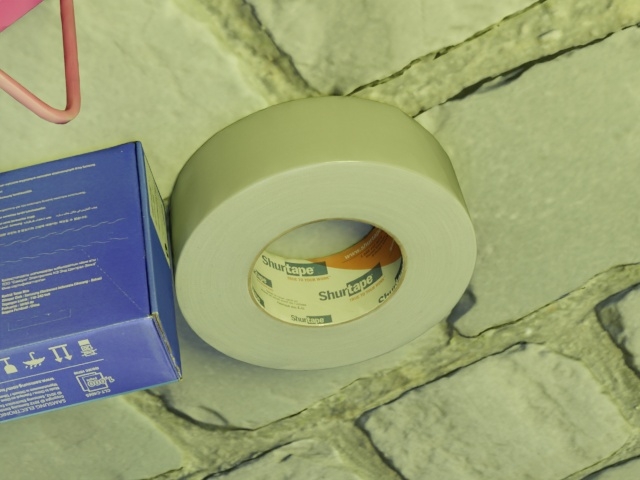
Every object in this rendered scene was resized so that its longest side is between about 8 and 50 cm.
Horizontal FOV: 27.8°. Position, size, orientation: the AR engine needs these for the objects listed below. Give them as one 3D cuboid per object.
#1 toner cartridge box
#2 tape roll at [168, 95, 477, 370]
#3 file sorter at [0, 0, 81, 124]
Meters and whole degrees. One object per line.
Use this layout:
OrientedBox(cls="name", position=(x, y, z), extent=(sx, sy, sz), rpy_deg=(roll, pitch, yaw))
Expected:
OrientedBox(cls="toner cartridge box", position=(-0.274, 0.050, 0.869), extent=(0.348, 0.165, 0.075), rpy_deg=(-13, 137, 2))
OrientedBox(cls="tape roll", position=(0.000, 0.000, 0.945), extent=(0.219, 0.072, 0.219), rpy_deg=(-7, 137, -6))
OrientedBox(cls="file sorter", position=(-0.299, -0.093, 0.702), extent=(0.290, 0.182, 0.202), rpy_deg=(-31, 134, 19))
